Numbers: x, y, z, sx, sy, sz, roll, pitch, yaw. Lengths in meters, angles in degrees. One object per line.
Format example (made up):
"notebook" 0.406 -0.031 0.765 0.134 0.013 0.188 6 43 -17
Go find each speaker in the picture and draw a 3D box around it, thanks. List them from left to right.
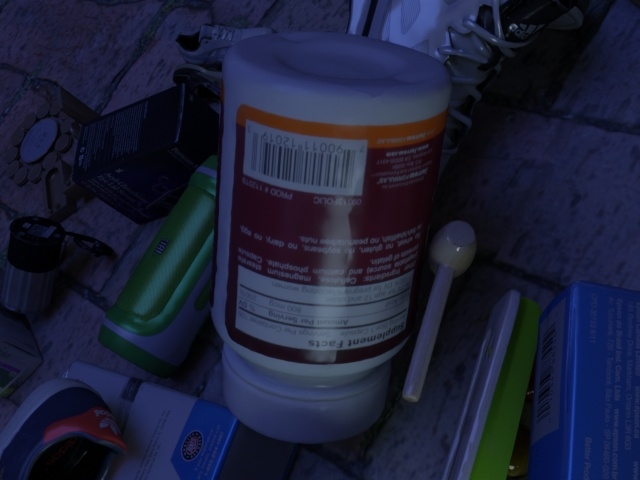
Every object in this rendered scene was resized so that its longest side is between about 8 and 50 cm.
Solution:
"speaker" -0.180 0.034 1.224 0.131 0.131 0.296 23 79 42

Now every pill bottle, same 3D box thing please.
"pill bottle" 0.000 0.000 0.932 0.224 0.224 0.392 34 127 43

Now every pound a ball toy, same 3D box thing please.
"pound a ball toy" 0.163 0.167 0.872 0.208 0.136 0.319 18 73 4

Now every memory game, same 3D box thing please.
"memory game" -0.525 -0.185 1.675 0.186 0.012 0.186 -17 56 27

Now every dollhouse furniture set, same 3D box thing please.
"dollhouse furniture set" -0.446 -0.143 1.517 0.151 0.123 0.144 -33 50 16

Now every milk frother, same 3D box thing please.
"milk frother" -0.418 0.044 1.415 0.143 0.129 0.134 27 119 14

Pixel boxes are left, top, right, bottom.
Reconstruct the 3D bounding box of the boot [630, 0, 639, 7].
"boot" 0.427 -0.394 1.069 0.203 0.095 0.262 -31 53 19

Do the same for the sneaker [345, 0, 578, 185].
"sneaker" 0.145 -0.199 1.021 0.257 0.169 0.447 2 84 49

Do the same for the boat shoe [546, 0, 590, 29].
"boat shoe" 0.239 -0.358 1.167 0.091 0.109 0.305 -54 43 3

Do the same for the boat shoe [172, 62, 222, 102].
"boat shoe" -0.190 -0.250 1.445 0.152 0.056 0.049 14 68 40

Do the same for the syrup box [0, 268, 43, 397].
"syrup box" -0.542 0.134 1.444 0.096 0.093 0.237 -44 48 6

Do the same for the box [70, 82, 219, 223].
"box" -0.242 -0.125 1.342 0.207 0.153 0.108 -16 56 28

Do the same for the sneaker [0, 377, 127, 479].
"sneaker" -0.339 0.328 0.988 0.148 0.131 0.350 26 85 46

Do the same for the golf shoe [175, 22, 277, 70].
"golf shoe" -0.156 -0.317 1.441 0.176 0.086 0.069 -11 57 29

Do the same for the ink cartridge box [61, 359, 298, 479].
"ink cartridge box" -0.210 0.294 1.088 0.307 0.129 0.223 9 71 38

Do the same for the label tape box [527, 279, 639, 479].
"label tape box" 0.352 0.192 0.734 0.348 0.115 0.249 11 66 -2
